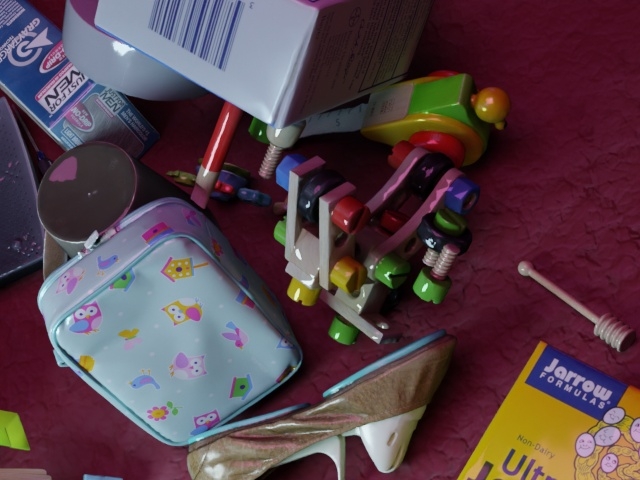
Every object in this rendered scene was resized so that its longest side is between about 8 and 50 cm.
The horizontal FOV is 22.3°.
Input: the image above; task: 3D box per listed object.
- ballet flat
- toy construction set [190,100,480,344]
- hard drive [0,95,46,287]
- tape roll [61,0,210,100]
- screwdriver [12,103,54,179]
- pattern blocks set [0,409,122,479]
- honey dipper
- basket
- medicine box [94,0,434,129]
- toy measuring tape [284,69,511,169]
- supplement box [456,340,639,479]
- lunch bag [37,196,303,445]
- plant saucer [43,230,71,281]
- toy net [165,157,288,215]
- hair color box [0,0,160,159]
[{"bbox_3d":[0.015,0.217,1.804,0.342,0.116,0.124,-25,81,10],"label":"ballet flat"},{"bbox_3d":[0.000,0.000,1.792,0.309,0.257,0.237,28,117,6],"label":"toy construction set"},{"bbox_3d":[-0.442,-0.048,2.119,0.172,0.054,0.254,-25,61,9],"label":"hard drive"},{"bbox_3d":[-0.204,-0.261,1.984,0.219,0.072,0.219,9,39,-8],"label":"tape roll"},{"bbox_3d":[-0.376,-0.126,2.152,0.025,0.024,0.170,-14,51,-18],"label":"screwdriver"},{"bbox_3d":[-0.392,0.330,1.827,0.325,0.026,0.285,19,78,-17],"label":"pattern blocks set"},{"bbox_3d":[0.280,0.070,1.805,0.161,0.030,0.030,36,84,33],"label":"honey dipper"},{"bbox_3d":[-0.226,-0.011,1.920,0.154,0.227,0.204,-15,64,15],"label":"basket"},{"bbox_3d":[-0.054,-0.271,1.810,0.263,0.289,0.149,30,119,21],"label":"medicine box"},{"bbox_3d":[0.098,-0.129,1.939,0.330,0.121,0.121,-10,62,42],"label":"toy measuring tape"},{"bbox_3d":[0.231,0.317,1.616,0.194,0.195,0.356,26,78,28],"label":"supplement box"},{"bbox_3d":[-0.174,0.095,1.821,0.224,0.279,0.108,-35,37,8],"label":"lunch bag"},{"bbox_3d":[-0.310,-0.020,2.001,0.029,0.168,0.168,7,69,1],"label":"plant saucer"},{"bbox_3d":[-0.063,-0.062,1.941,0.232,0.122,0.045,13,83,26],"label":"toy net"},{"bbox_3d":[-0.376,-0.232,2.107,0.105,0.174,0.347,-46,59,-4],"label":"hair color box"}]
